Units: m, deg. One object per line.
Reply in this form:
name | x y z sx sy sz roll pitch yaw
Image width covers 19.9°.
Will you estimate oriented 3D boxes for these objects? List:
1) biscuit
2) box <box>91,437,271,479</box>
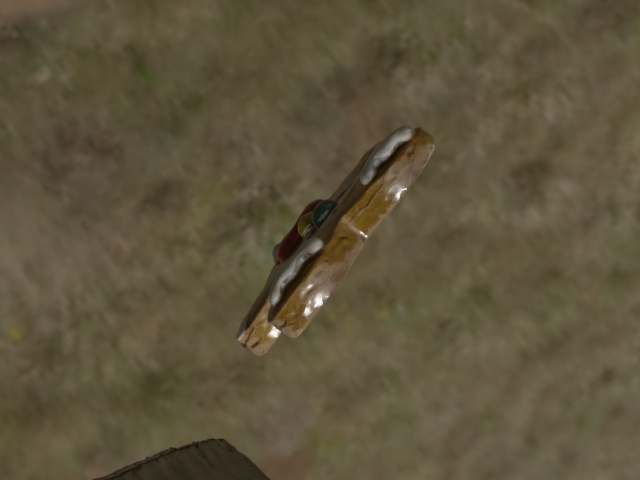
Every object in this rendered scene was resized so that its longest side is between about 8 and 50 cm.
biscuit | -0.001 0.000 0.961 0.138 0.031 0.205 -54 -177 -5
box | -0.061 0.201 0.724 0.143 0.184 0.273 -48 172 11
